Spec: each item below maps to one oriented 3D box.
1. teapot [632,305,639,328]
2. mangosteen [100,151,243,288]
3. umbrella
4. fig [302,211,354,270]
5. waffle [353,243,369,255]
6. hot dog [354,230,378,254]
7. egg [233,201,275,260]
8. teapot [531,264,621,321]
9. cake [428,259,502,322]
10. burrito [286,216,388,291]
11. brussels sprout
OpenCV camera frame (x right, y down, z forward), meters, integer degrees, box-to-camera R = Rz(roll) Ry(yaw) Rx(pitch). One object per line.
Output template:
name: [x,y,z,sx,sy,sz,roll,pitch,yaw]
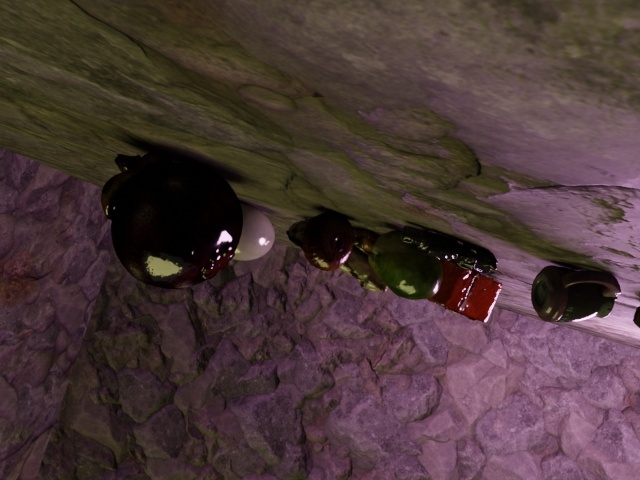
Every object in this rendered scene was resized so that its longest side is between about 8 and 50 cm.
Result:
teapot: [0.782,0.189,1.166,0.080,0.085,0.110,16,-165,24]
mangosteen: [-0.345,-0.059,1.131,0.347,0.307,0.307,44,180,10]
umbrella: [0.277,0.021,1.086,0.235,0.059,0.066,17,158,-17]
fig: [0.000,0.000,1.285,0.133,0.146,0.201,35,169,-18]
waffle: [0.147,0.029,1.652,0.204,0.054,0.223,20,175,-31]
hot dog: [0.145,0.011,1.433,0.072,0.055,0.188,39,-176,31]
egg: [-0.261,-0.029,1.610,0.186,0.187,0.253,12,175,45]
teapot: [0.522,0.100,1.006,0.146,0.148,0.116,6,-148,-2]
cake: [0.407,0.140,1.514,0.283,0.151,0.177,20,-173,-30]
burrito: [0.050,0.037,1.441,0.347,0.107,0.175,34,168,6]
brussels sprout: [0.203,0.057,1.160,0.180,0.161,0.144,27,131,6]
